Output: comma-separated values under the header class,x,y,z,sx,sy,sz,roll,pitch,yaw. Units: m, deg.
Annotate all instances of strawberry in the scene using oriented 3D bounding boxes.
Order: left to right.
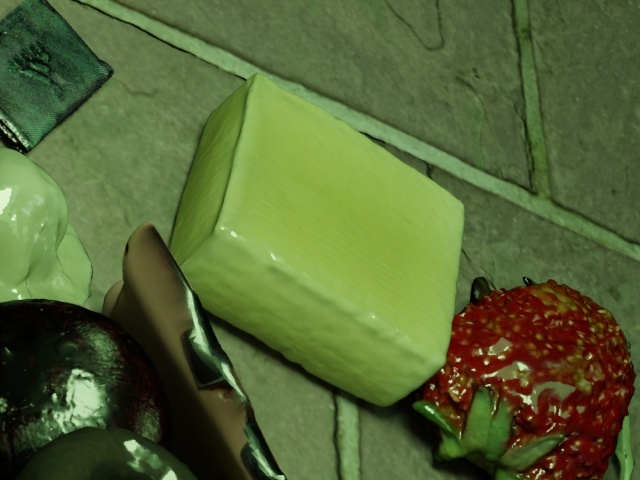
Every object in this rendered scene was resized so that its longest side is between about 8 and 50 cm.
class,x,y,z,sx,sy,sz,roll,pitch,yaw
strawberry,0.231,0.123,1.785,0.233,0.138,0.306,43,51,-7

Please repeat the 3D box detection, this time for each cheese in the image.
class,x,y,z,sx,sy,sz,roll,pitch,yaw
cheese,0.000,0.000,1.721,0.265,0.124,0.242,32,46,-20

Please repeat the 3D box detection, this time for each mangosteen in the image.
class,x,y,z,sx,sy,sz,roll,pitch,yaw
mangosteen,-0.210,0.163,1.349,0.211,0.250,0.211,-3,55,5

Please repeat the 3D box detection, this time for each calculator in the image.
class,x,y,z,sx,sy,sz,roll,pitch,yaw
calculator,-0.093,0.157,1.453,0.048,0.220,0.329,-25,78,-22

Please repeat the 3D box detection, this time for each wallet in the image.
class,x,y,z,sx,sy,sz,roll,pitch,yaw
wallet,-0.274,-0.157,1.672,0.111,0.030,0.166,48,41,-8

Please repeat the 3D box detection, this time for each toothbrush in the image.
class,x,y,z,sx,sy,sz,roll,pitch,yaw
toothbrush,0.326,0.214,1.914,0.026,0.028,0.294,52,35,-30

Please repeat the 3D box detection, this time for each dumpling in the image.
class,x,y,z,sx,sy,sz,roll,pitch,yaw
dumpling,-0.263,-0.007,1.475,0.172,0.142,0.247,29,19,-29

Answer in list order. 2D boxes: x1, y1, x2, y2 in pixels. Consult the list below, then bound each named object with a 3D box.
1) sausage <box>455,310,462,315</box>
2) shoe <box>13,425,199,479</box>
class,x,y,z,sx,sy,sz,roll,pitch,yaw
sausage,0.193,0.120,1.867,0.129,0.034,0.034,33,42,-18
shoe,-0.129,0.306,1.075,0.171,0.237,0.384,10,49,-31
